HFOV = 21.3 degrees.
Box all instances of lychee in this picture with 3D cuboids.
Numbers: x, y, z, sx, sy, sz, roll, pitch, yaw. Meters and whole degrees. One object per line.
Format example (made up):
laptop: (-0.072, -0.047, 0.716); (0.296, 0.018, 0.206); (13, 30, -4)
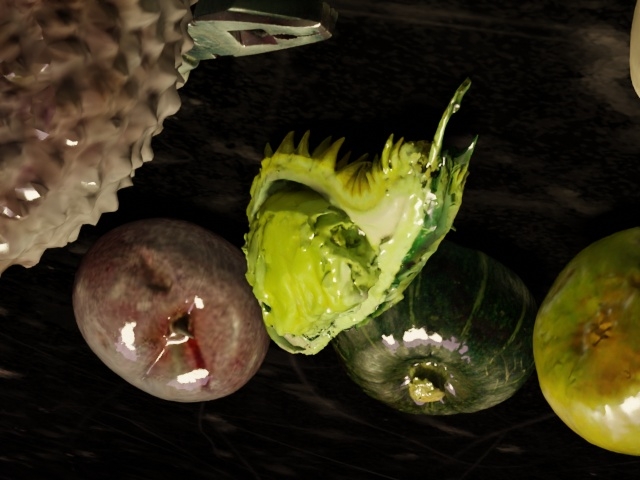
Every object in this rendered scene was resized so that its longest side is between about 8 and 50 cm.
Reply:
lychee: (-0.197, -0.111, 0.774); (0.300, 0.300, 0.300); (11, 160, 4)

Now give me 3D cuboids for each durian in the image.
durian: (0.006, -0.002, 1.174); (0.106, 0.132, 0.375); (7, 156, -17)

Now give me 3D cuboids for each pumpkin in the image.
pumpkin: (0.085, 0.068, 1.313); (0.167, 0.125, 0.167); (22, 163, 7)

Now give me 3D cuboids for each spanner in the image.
spanner: (-0.133, -0.128, 1.034); (0.324, 0.040, 0.095); (2, 158, 32)

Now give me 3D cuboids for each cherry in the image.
cherry: (-0.118, 0.054, 1.385); (0.176, 0.140, 0.176); (29, -176, -2)

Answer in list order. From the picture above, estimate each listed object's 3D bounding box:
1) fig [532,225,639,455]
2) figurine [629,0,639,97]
fig: (0.244, 0.062, 1.194); (0.167, 0.167, 0.233); (3, -165, 26)
figurine: (0.244, -0.146, 0.625); (0.332, 0.204, 0.185); (-9, 176, -39)
